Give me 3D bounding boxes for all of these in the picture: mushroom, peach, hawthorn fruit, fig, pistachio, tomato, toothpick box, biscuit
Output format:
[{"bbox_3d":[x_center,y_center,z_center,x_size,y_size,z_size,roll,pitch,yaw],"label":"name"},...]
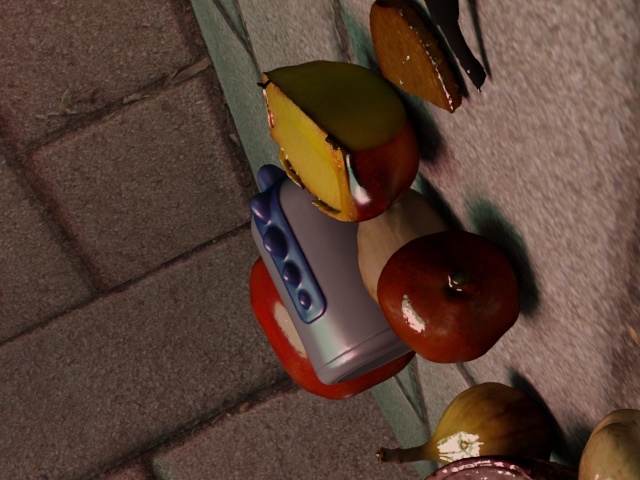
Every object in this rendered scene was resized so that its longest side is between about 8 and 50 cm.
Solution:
[{"bbox_3d":[0.293,0.214,0.896,0.112,0.148,0.148,-50,59,38],"label":"mushroom"},{"bbox_3d":[0.049,-0.119,1.306,0.267,0.154,0.159,44,153,42],"label":"peach"},{"bbox_3d":[0.148,0.065,1.176,0.169,0.169,0.188,63,-177,7],"label":"hawthorn fruit"},{"bbox_3d":[0.201,0.258,1.385,0.160,0.230,0.143,74,-151,-81],"label":"fig"},{"bbox_3d":[0.120,0.025,1.356,0.144,0.143,0.215,74,175,-54],"label":"pistachio"},{"bbox_3d":[0.026,0.122,1.857,0.325,0.293,0.290,68,159,9],"label":"tomato"},{"bbox_3d":[0.025,0.026,1.596,0.263,0.263,0.355,94,151,-76],"label":"toothpick box"},{"bbox_3d":[0.099,-0.213,1.121,0.126,0.025,0.206,67,171,-26],"label":"biscuit"}]

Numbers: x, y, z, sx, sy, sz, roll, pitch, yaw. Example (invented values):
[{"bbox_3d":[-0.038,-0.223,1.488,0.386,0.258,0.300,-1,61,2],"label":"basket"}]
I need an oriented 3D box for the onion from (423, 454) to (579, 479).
[{"bbox_3d":[0.258,0.411,1.210,0.260,0.282,0.336,27,150,-33],"label":"onion"}]

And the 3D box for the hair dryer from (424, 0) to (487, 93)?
[{"bbox_3d":[0.106,-0.247,0.833,0.303,0.120,0.359,35,164,45],"label":"hair dryer"}]
